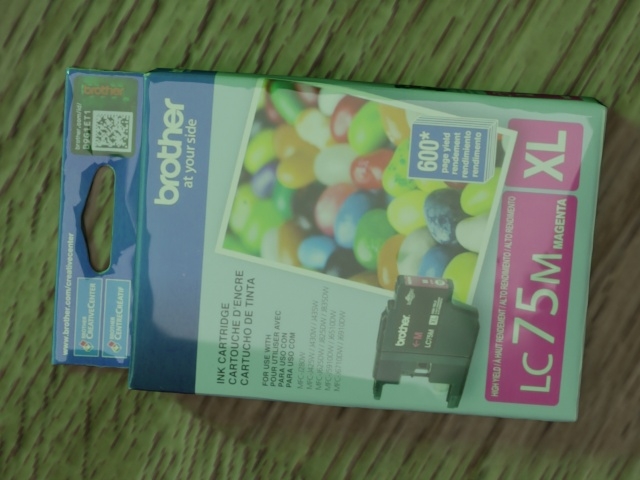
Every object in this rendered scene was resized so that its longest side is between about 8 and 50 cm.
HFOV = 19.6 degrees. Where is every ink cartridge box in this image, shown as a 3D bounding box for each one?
[{"bbox_3d":[0.000,0.000,1.063,0.311,0.065,0.186,5,98,2],"label":"ink cartridge box"}]
